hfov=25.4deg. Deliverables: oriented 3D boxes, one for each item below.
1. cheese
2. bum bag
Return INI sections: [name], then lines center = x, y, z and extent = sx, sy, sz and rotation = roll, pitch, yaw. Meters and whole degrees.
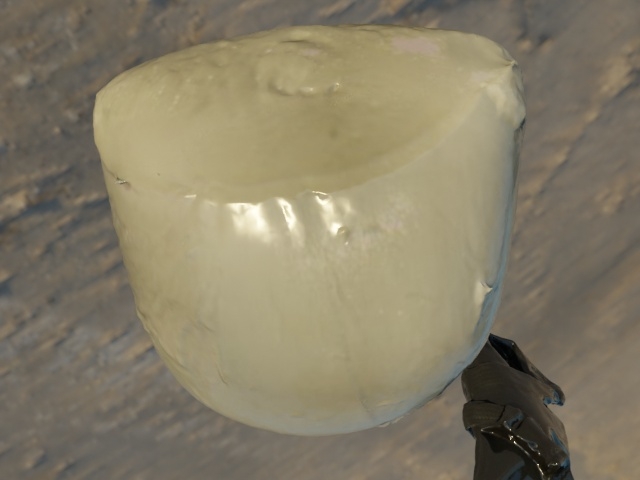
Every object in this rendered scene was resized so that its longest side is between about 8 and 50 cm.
[cheese]
center = 0.000, 0.000, 0.673
extent = 0.198, 0.154, 0.189
rotation = -4, 122, 2
[bum bag]
center = 0.165, 0.162, 1.147
extent = 0.123, 0.248, 0.060
rotation = 38, 110, -23
